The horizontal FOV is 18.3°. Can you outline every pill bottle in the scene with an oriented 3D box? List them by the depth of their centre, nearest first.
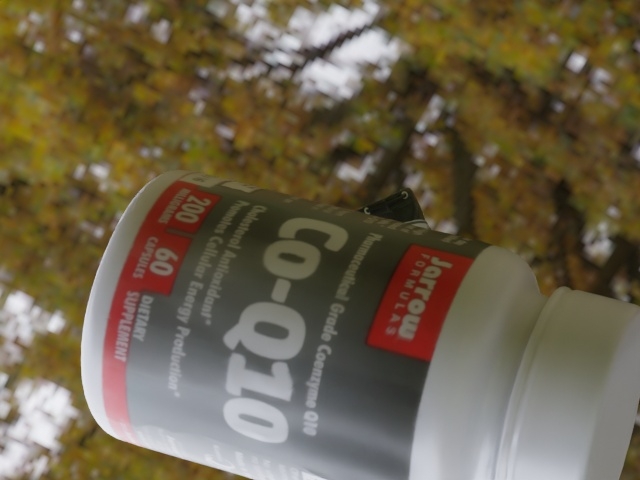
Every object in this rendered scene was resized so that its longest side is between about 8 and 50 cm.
[{"bbox_3d":[0.027,0.067,1.100,0.283,0.161,0.161,14,-160,18],"label":"pill bottle"}]

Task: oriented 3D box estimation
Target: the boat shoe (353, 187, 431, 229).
[{"bbox_3d":[0.000,0.000,1.263,0.142,0.049,0.040,-13,-102,-15],"label":"boat shoe"}]
